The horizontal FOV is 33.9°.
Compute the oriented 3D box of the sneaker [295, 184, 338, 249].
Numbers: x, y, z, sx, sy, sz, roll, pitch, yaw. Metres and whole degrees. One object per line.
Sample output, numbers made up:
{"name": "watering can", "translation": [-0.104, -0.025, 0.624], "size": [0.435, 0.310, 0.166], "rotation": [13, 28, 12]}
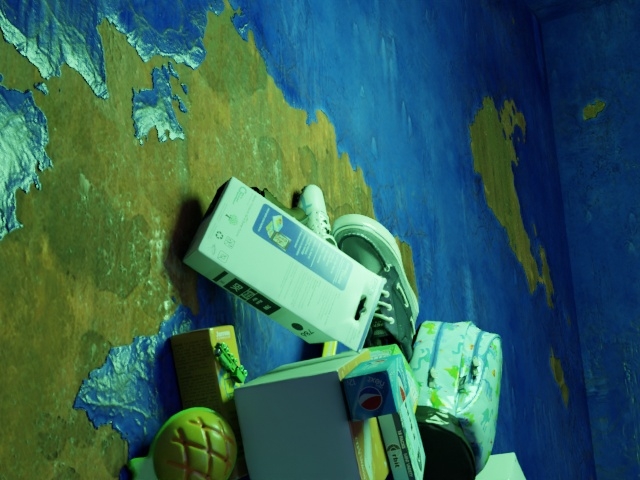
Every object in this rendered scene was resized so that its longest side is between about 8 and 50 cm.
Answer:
{"name": "sneaker", "translation": [0.000, 0.000, 2.038], "size": [0.085, 0.086, 0.237], "rotation": [29, 51, -53]}

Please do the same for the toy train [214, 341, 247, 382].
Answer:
{"name": "toy train", "translation": [-0.138, 0.186, 1.597], "size": [0.083, 0.017, 0.023], "rotation": [57, 43, -34]}

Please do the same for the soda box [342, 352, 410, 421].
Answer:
{"name": "soda box", "translation": [0.089, 0.223, 1.617], "size": [0.210, 0.071, 0.067], "rotation": [-6, 82, -80]}

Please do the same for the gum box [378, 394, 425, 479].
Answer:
{"name": "gum box", "translation": [0.145, 0.348, 1.863], "size": [0.184, 0.041, 0.157], "rotation": [-51, 127, -78]}

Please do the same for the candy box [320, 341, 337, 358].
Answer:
{"name": "candy box", "translation": [0.018, 0.201, 1.988], "size": [0.105, 0.027, 0.206], "rotation": [96, 4, -51]}

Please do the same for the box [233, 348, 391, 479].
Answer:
{"name": "box", "translation": [-0.001, 0.308, 1.707], "size": [0.345, 0.168, 0.215], "rotation": [0, 77, -79]}

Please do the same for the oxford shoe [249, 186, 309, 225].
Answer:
{"name": "oxford shoe", "translation": [-0.091, -0.053, 1.892], "size": [0.227, 0.083, 0.096], "rotation": [-5, 81, -63]}

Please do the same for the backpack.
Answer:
{"name": "backpack", "translation": [0.272, 0.336, 2.253], "size": [0.355, 0.273, 0.290], "rotation": [-91, 167, -51]}

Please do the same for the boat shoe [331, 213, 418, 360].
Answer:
{"name": "boat shoe", "translation": [0.116, 0.109, 2.156], "size": [0.340, 0.127, 0.158], "rotation": [56, 28, -38]}

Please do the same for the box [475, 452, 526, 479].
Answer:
{"name": "box", "translation": [0.380, 0.572, 2.408], "size": [0.130, 0.170, 0.091], "rotation": [63, 30, -23]}

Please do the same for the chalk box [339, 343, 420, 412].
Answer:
{"name": "chalk box", "translation": [0.105, 0.293, 2.055], "size": [0.132, 0.132, 0.213], "rotation": [60, 30, -29]}

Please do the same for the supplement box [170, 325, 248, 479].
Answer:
{"name": "supplement box", "translation": [-0.162, 0.251, 1.623], "size": [0.078, 0.080, 0.233], "rotation": [-3, 79, -65]}

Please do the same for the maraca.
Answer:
{"name": "maraca", "translation": [-0.197, 0.320, 1.510], "size": [0.186, 0.099, 0.127], "rotation": [-37, 94, -36]}

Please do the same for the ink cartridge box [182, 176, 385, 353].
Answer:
{"name": "ink cartridge box", "translation": [-0.055, 0.052, 1.760], "size": [0.333, 0.065, 0.165], "rotation": [34, 53, -16]}
